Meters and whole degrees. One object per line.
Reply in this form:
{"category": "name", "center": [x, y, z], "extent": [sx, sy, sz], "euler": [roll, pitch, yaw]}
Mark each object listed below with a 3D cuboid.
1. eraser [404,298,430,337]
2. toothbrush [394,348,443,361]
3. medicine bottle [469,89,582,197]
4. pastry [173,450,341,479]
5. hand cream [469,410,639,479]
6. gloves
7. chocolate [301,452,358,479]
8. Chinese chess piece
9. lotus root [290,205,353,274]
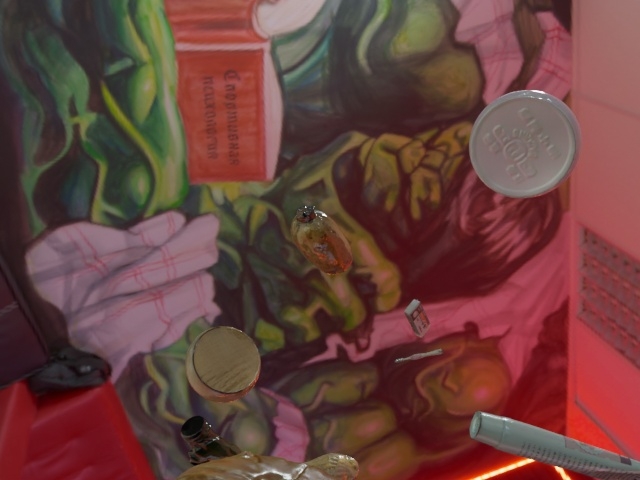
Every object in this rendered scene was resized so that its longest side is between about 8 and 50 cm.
{"category": "eraser", "center": [0.281, 0.226, 1.749], "extent": [0.029, 0.052, 0.122], "euler": [24, -27, 44]}
{"category": "toothbrush", "center": [0.320, 0.377, 1.969], "extent": [0.204, 0.022, 0.017], "euler": [-25, -103, 46]}
{"category": "medicine bottle", "center": [0.421, -0.200, 1.249], "extent": [0.379, 0.214, 0.213], "euler": [-28, 104, -68]}
{"category": "pastry", "center": [-0.069, 0.482, 0.861], "extent": [0.409, 0.410, 0.245], "euler": [-141, -111, -75]}
{"category": "hand cream", "center": [0.422, 0.369, 1.036], "extent": [0.085, 0.331, 0.058], "euler": [107, 3, -49]}
{"category": "gloves", "center": [-0.274, 0.575, 1.592], "extent": [0.107, 0.135, 0.268], "euler": [-102, 167, -73]}
{"category": "chocolate", "center": [-0.023, 0.796, 2.029], "extent": [0.134, 0.309, 0.134], "euler": [171, -90, -75]}
{"category": "Chinese chess piece", "center": [-0.319, 0.406, 1.993], "extent": [0.103, 0.250, 0.249], "euler": [-51, -127, 53]}
{"category": "lotus root", "center": [0.000, 0.000, 1.901], "extent": [0.160, 0.146, 0.284], "euler": [11, -35, 39]}
